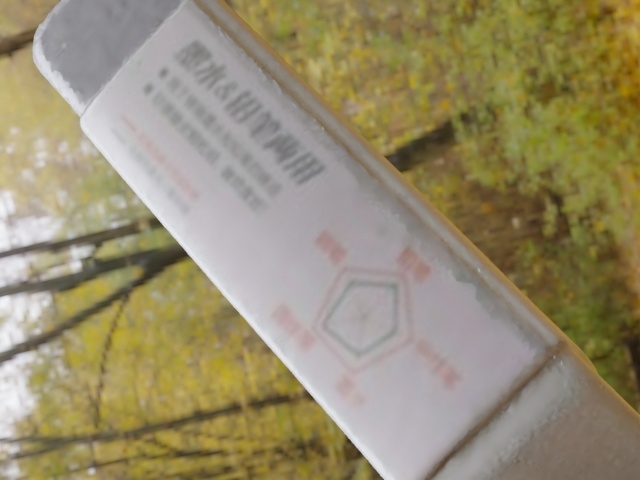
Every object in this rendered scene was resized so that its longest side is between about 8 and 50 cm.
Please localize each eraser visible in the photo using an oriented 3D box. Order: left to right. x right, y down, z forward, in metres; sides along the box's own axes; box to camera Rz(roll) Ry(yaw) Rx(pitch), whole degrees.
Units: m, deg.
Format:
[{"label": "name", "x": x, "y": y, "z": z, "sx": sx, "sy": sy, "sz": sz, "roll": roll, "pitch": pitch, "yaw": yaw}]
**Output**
[{"label": "eraser", "x": 0.000, "y": 0.000, "z": 0.596, "sx": 0.352, "sy": 0.089, "sz": 0.061, "roll": 47, "pitch": -174, "yaw": 30}]
